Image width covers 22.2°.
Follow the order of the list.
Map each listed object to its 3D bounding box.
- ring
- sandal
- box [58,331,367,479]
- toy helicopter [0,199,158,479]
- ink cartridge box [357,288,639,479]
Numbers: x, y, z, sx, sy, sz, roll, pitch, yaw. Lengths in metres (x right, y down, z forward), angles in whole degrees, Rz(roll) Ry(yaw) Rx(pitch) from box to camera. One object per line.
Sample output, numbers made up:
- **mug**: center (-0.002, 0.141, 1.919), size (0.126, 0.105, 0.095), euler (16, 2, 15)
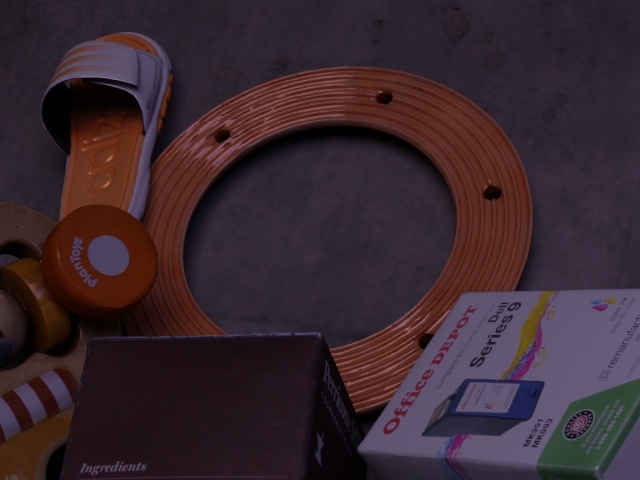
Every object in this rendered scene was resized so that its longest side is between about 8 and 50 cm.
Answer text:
- **ring**: center (0.000, 0.000, 1.284), size (0.337, 0.032, 0.336), euler (-7, 54, 10)
- **sandal**: center (-0.184, -0.102, 1.357), size (0.102, 0.076, 0.265), euler (-19, 44, 15)
- **box**: center (-0.070, 0.189, 1.082), size (0.167, 0.168, 0.203), euler (-3, 56, 14)
- **toy helicopter**: center (-0.242, 0.138, 1.159), size (0.235, 0.140, 0.355), euler (6, 68, -29)
- **ink cartridge box**: center (0.152, 0.114, 1.063), size (0.212, 0.093, 0.154), euler (-4, 41, 51)
